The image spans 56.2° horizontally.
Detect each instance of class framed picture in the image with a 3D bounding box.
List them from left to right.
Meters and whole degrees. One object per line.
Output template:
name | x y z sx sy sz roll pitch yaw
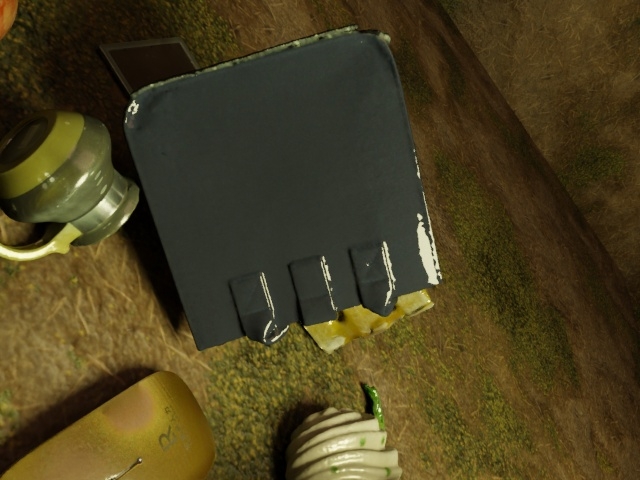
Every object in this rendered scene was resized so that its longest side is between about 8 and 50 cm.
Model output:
framed picture | -0.225 -0.230 0.881 0.142 0.011 0.183 58 32 -6

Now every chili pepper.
chili pepper | 0.086 0.268 0.936 0.034 0.030 0.091 11 52 -21

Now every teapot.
teapot | -0.266 -0.049 0.605 0.165 0.130 0.119 -57 137 -19

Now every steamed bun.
steamed bun | 0.038 0.297 0.777 0.183 0.106 0.183 35 42 -39

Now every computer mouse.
computer mouse | -0.188 0.215 0.566 0.245 0.056 0.126 -27 89 -56

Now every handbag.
handbag | -0.038 -0.049 0.702 0.122 0.303 0.329 -110 -176 -77

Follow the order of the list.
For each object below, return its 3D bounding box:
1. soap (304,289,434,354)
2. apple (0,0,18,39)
soap | 0.000 0.000 0.860 0.315 0.199 0.091 51 27 -14
apple | -0.372 -0.247 0.579 0.146 0.131 0.146 20 53 -29
